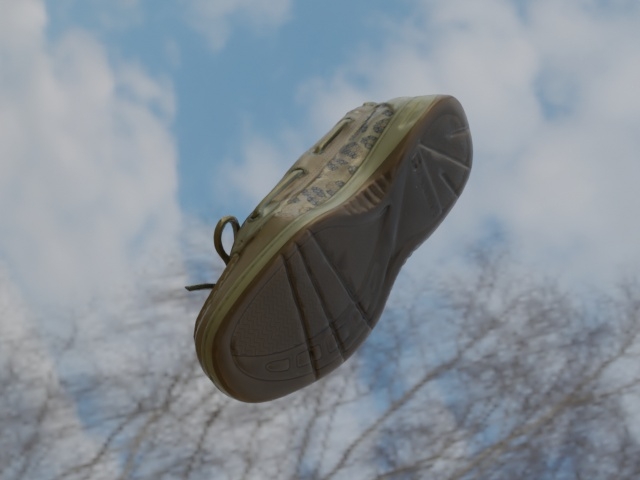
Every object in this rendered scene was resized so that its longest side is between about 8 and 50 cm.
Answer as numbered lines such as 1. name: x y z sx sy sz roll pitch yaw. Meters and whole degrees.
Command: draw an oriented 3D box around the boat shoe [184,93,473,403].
1. boat shoe: 0.000 0.000 0.960 0.089 0.285 0.104 9 -51 37
